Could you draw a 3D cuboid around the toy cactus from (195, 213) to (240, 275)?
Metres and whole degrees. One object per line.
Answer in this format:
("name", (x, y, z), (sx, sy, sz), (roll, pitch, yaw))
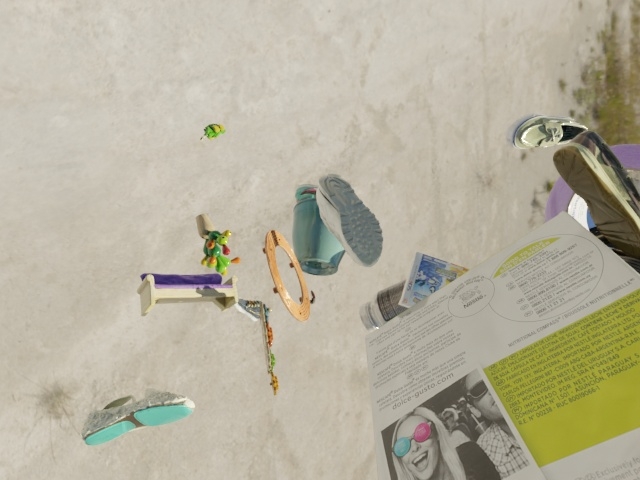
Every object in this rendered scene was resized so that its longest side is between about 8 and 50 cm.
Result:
("toy cactus", (-0.305, 0.005, 1.202), (0.112, 0.219, 0.181), (-21, 79, -19))

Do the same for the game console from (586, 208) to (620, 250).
("game console", (0.815, -0.025, 1.241), (0.361, 0.213, 0.044), (37, 43, -22))

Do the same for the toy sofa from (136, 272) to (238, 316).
("toy sofa", (-0.525, 0.190, 1.657), (0.362, 0.150, 0.177), (4, 63, -36))

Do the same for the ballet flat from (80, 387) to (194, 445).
("ballet flat", (-0.662, 0.608, 1.497), (0.408, 0.147, 0.147), (-17, 106, -2))

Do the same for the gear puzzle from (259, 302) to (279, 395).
("gear puzzle", (-0.189, 0.414, 1.582), (0.044, 0.175, 0.339), (-6, 61, -13))

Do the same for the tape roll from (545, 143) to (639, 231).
("tape roll", (0.600, -0.047, 0.815), (0.090, 0.274, 0.275), (-6, 96, -34))

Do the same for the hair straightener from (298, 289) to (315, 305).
("hair straightener", (-0.068, 0.271, 1.863), (0.089, 0.230, 0.047), (-24, 79, -7))

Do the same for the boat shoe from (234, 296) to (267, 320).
("boat shoe", (-0.314, 0.287, 1.854), (0.083, 0.065, 0.183), (-36, 132, 8))

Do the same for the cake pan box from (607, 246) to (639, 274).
("cake pan box", (0.557, 0.137, 0.714), (0.070, 0.245, 0.267), (-34, 117, -14))

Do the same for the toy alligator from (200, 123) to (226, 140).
("toy alligator", (-0.437, -0.434, 1.643), (0.051, 0.056, 0.190), (47, 28, -5))

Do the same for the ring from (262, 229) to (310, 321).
("ring", (-0.118, 0.123, 1.439), (0.336, 0.032, 0.337), (-21, 90, -79))

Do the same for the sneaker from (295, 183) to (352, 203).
("sneaker", (0.010, -0.207, 2.080), (0.178, 0.295, 0.124), (-83, 166, -46))

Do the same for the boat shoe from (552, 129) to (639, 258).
("boat shoe", (0.450, -0.070, 0.630), (0.073, 0.080, 0.223), (-42, 96, -3))

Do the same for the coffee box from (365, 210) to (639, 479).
("coffee box", (0.296, 0.237, 0.504), (0.337, 0.338, 0.334), (44, 21, -20))

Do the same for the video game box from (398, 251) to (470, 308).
("video game box", (0.383, 0.156, 1.370), (0.048, 0.205, 0.187), (84, 25, -77))

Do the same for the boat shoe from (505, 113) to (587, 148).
("boat shoe", (0.740, -0.358, 1.350), (0.302, 0.094, 0.109), (-15, 121, -21))

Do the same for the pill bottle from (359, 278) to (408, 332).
("pill bottle", (0.325, 0.267, 1.702), (0.176, 0.318, 0.176), (42, 32, -34))

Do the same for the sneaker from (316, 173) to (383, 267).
("sneaker", (0.057, -0.034, 0.895), (0.090, 0.095, 0.235), (-9, 57, -24))

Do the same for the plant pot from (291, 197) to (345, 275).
("plant pot", (0.000, 0.000, 1.727), (0.271, 0.271, 0.255), (32, 56, -38))
